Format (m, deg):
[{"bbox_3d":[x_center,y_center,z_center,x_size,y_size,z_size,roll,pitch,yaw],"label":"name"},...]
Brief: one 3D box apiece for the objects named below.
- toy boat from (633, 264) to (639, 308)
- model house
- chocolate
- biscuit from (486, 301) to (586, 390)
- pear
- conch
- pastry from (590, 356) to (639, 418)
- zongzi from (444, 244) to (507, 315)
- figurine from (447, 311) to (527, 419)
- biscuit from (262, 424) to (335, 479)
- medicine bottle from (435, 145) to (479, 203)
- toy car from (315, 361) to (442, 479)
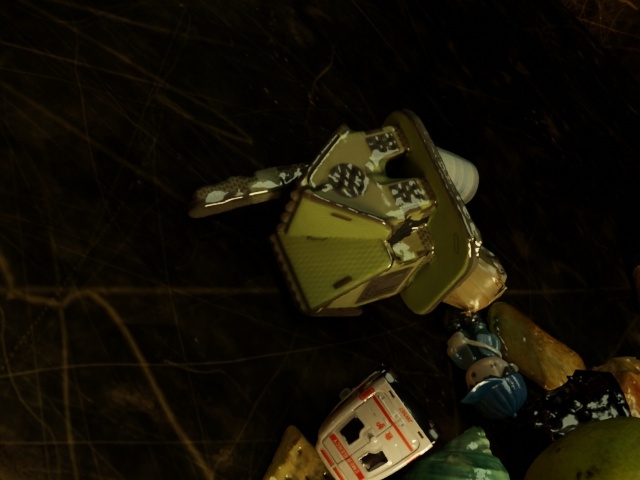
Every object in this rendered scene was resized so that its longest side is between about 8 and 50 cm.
[{"bbox_3d":[0.695,0.124,1.792,0.088,0.068,0.226,33,40,-20],"label":"toy boat"},{"bbox_3d":[0.000,0.000,0.995,0.279,0.205,0.218,-16,68,-24],"label":"model house"},{"bbox_3d":[0.321,0.248,1.162,0.133,0.156,0.156,6,52,-26],"label":"chocolate"},{"bbox_3d":[0.338,0.180,1.332,0.247,0.029,0.118,35,41,-27],"label":"biscuit"},{"bbox_3d":[0.338,0.330,1.016,0.212,0.212,0.269,42,71,-16],"label":"pear"},{"bbox_3d":[0.135,0.292,0.880,0.196,0.134,0.202,36,37,-26],"label":"conch"},{"bbox_3d":[0.513,0.285,1.376,0.229,0.100,0.218,-13,73,-56],"label":"pastry"},{"bbox_3d":[0.166,0.024,1.231,0.194,0.099,0.197,39,2,4],"label":"zongzi"},{"bbox_3d":[0.216,0.170,1.160,0.087,0.086,0.149,54,12,-44],"label":"figurine"},{"bbox_3d":[-0.016,0.235,0.856,0.081,0.018,0.083,46,34,-11],"label":"biscuit"},{"bbox_3d":[0.155,-0.110,1.329,0.203,0.083,0.083,17,47,-43],"label":"medicine bottle"},{"bbox_3d":[0.053,0.194,0.905,0.089,0.108,0.209,52,-2,5],"label":"toy car"}]
